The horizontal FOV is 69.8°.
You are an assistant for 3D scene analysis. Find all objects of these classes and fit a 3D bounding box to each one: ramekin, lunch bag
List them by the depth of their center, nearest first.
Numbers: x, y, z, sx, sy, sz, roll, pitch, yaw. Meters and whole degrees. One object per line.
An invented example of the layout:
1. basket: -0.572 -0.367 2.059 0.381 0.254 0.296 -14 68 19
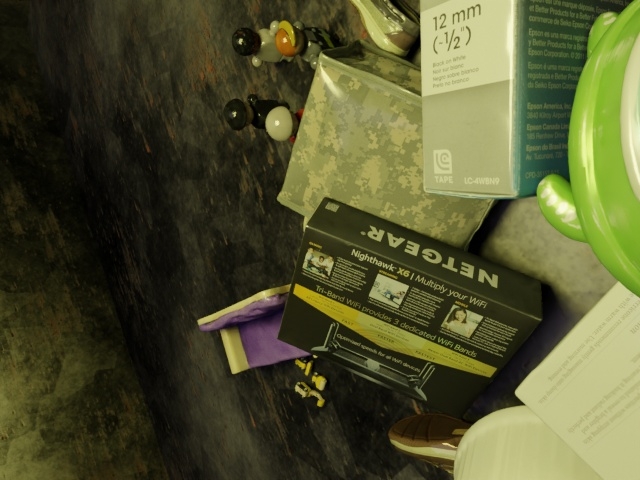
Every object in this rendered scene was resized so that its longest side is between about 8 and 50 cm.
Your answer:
1. ramekin: 0.285 0.355 0.549 0.277 0.135 0.277 10 111 28
2. lunch bag: 0.117 -0.112 0.648 0.287 0.169 0.235 29 127 11

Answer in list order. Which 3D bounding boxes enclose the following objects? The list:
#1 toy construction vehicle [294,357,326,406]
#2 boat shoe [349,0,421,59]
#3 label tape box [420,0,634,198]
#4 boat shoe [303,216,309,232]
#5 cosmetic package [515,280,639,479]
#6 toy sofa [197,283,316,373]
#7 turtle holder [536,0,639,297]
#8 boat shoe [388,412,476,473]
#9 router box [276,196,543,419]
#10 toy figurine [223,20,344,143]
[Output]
1. toy construction vehicle: -0.021 0.316 1.040 0.098 0.035 0.085 25 107 40
2. boat shoe: 0.084 -0.381 0.694 0.073 0.080 0.223 -36 78 42
3. label tape box: 0.220 -0.224 0.435 0.115 0.249 0.347 11 107 58
4. boat shoe: 0.000 0.000 0.916 0.045 0.050 0.135 15 121 43
5. cosmetic package: 0.413 0.198 0.410 0.385 0.156 0.217 46 132 29
6. toy sofa: -0.109 0.194 0.993 0.363 0.177 0.150 -27 79 48
7. turtle holder: 0.283 -0.044 0.271 0.243 0.320 0.227 35 176 -6
8. boat shoe: 0.218 0.339 0.719 0.257 0.095 0.095 -19 91 49
9. router box: 0.107 0.104 0.657 0.309 0.081 0.242 23 131 7
10. toy figurine: -0.074 -0.290 0.841 0.213 0.148 0.209 28 120 42
